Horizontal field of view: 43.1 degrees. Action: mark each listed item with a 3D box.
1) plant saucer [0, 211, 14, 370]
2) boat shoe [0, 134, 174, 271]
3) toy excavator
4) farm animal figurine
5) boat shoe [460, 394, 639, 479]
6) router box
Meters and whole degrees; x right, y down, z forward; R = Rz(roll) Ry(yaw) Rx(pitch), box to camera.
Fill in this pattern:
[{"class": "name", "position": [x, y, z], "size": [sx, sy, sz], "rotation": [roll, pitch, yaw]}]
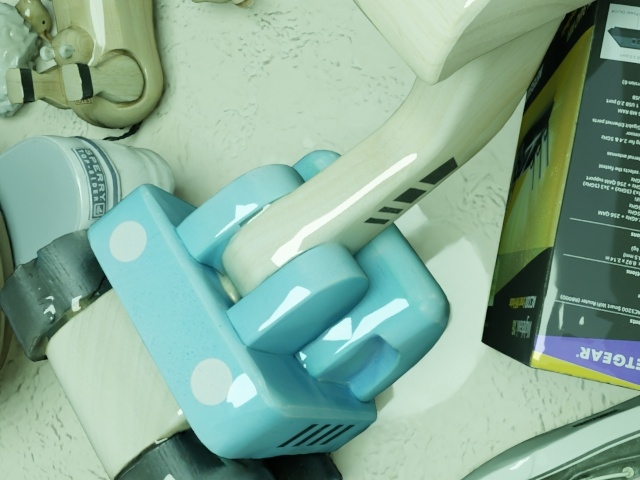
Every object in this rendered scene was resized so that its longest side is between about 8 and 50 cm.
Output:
[{"class": "plant saucer", "position": [-0.338, 0.023, 0.678], "size": [0.277, 0.041, 0.278], "rotation": [8, 103, 37]}, {"class": "boat shoe", "position": [-0.269, -0.019, 0.745], "size": [0.367, 0.156, 0.136], "rotation": [-18, 86, 37]}, {"class": "toy excavator", "position": [0.000, 0.000, 0.537], "size": [0.445, 0.433, 0.222], "rotation": [-39, 68, 7]}, {"class": "farm animal figurine", "position": [-0.178, -0.246, 0.730], "size": [0.330, 0.172, 0.327], "rotation": [19, 107, 24]}, {"class": "boat shoe", "position": [0.219, 0.187, 0.665], "size": [0.219, 0.078, 0.070], "rotation": [-24, 80, 5]}, {"class": "router box", "position": [0.186, -0.031, 0.574], "size": [0.081, 0.309, 0.243], "rotation": [11, 86, 7]}]
